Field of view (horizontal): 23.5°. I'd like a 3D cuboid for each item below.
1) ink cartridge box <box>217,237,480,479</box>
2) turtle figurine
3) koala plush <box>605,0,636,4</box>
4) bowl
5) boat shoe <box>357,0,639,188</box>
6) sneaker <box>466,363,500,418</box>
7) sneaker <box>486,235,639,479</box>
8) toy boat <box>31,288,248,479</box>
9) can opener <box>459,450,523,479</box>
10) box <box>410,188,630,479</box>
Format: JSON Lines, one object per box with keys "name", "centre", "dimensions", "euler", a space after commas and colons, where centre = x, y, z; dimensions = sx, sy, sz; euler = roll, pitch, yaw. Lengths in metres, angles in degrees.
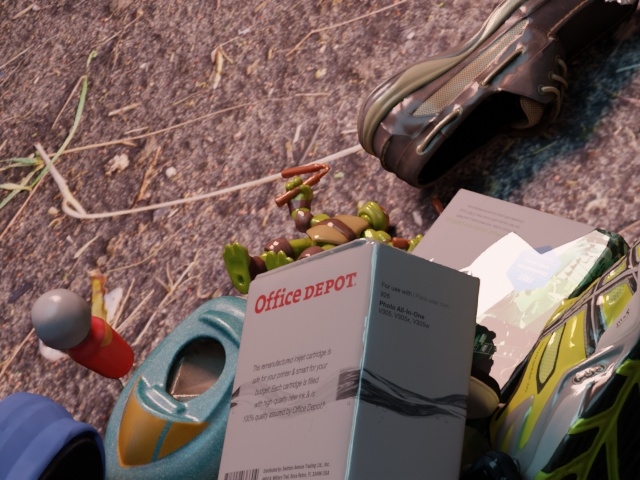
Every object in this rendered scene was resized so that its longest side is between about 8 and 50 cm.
{"name": "ink cartridge box", "centre": [0.017, 0.165, 1.301], "dimensions": [0.211, 0.121, 0.289], "euler": [-18, 59, 55]}
{"name": "turtle figurine", "centre": [0.000, 0.000, 1.695], "dimensions": [0.269, 0.087, 0.217], "euler": [26, 37, 37]}
{"name": "koala plush", "centre": [0.398, -0.277, 1.588], "dimensions": [0.196, 0.203, 0.221], "euler": [-15, 21, -12]}
{"name": "bowl", "centre": [-0.303, 0.336, 1.433], "dimensions": [0.077, 0.391, 0.391], "euler": [17, 56, 8]}
{"name": "boat shoe", "centre": [0.214, -0.173, 1.707], "dimensions": [0.355, 0.132, 0.130], "euler": [-35, 61, 1]}
{"name": "sneaker", "centre": [0.107, 0.087, 1.433], "dimensions": [0.217, 0.079, 0.121], "euler": [11, 59, 54]}
{"name": "sneaker", "centre": [0.274, 0.060, 1.328], "dimensions": [0.385, 0.145, 0.147], "euler": [-51, 34, -1]}
{"name": "toy boat", "centre": [-0.180, 0.149, 1.630], "dimensions": [0.318, 0.148, 0.267], "euler": [25, 76, 40]}
{"name": "can opener", "centre": [0.128, 0.224, 1.307], "dimensions": [0.073, 0.186, 0.059], "euler": [-17, 72, -16]}
{"name": "box", "centre": [0.133, 0.103, 1.515], "dimensions": [0.232, 0.058, 0.322], "euler": [19, 67, 51]}
